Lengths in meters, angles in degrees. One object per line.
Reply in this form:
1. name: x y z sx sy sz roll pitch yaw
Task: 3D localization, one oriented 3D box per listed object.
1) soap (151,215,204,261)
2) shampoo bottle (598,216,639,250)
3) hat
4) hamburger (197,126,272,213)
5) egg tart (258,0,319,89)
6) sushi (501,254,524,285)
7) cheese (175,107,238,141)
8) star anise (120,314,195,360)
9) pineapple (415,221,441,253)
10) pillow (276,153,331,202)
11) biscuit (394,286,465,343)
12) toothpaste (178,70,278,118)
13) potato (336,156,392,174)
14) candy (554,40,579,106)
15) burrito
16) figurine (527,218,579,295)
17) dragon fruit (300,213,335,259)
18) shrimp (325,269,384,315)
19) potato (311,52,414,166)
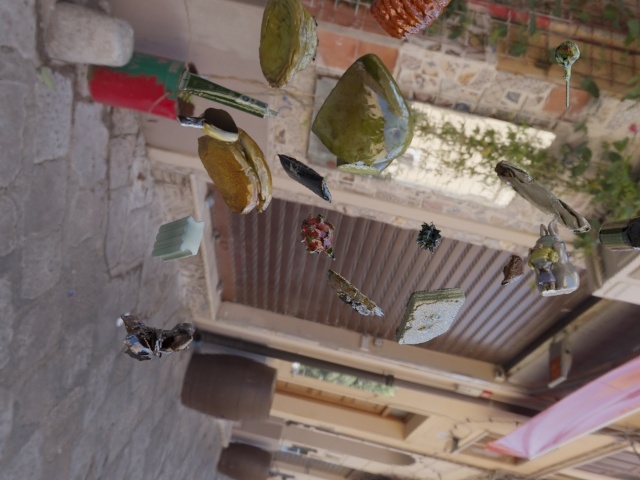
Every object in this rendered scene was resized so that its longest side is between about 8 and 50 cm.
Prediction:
1. soap: -0.468 -0.002 1.769 0.198 0.066 0.119 -11 -120 46
2. shampoo bottle: 0.942 -0.019 1.618 0.284 0.101 0.101 30 74 -86
3. hat: 0.198 -0.790 1.542 0.285 0.400 0.285 -42 -152 29
4. hamburger: -0.224 -0.208 1.569 0.156 0.283 0.144 -14 -160 47
5. egg tart: -0.113 -0.716 1.939 0.345 0.132 0.345 8 -81 58
6. sushi: 0.507 0.081 1.427 0.099 0.050 0.047 -48 177 -31
7. cheese: -0.262 -0.269 1.248 0.036 0.086 0.162 -38 162 31
8. star anise: -0.478 0.288 1.576 0.283 0.212 0.129 134 -39 -73
9. pineapple: 0.382 -0.005 1.905 0.221 0.083 0.103 28 78 -77
10. pillow: -0.051 -0.210 1.775 0.055 0.208 0.141 -49 152 -13
11. biscuit: 0.309 0.225 1.558 0.252 0.150 0.052 101 -18 -52
12. toothpaste: -0.347 -0.548 2.091 0.061 0.392 0.099 131 -28 -55
13. potato: 0.191 -0.356 2.250 0.176 0.298 0.141 65 -20 7
14. candy: 1.021 -0.683 2.245 0.083 0.091 0.305 -37 136 -13
15. burrito: 0.755 -0.154 1.867 0.076 0.392 0.117 -52 152 14
16. figurine: 0.701 0.047 1.666 0.127 0.155 0.236 -37 -122 56
17. dragon fruit: 0.001 0.001 2.156 0.137 0.135 0.236 -81 148 -59
18. shrimp: 0.142 0.216 1.945 0.071 0.233 0.365 -52 137 -8
19. potato: 0.176 -0.401 1.706 0.330 0.280 0.213 -43 172 -20
